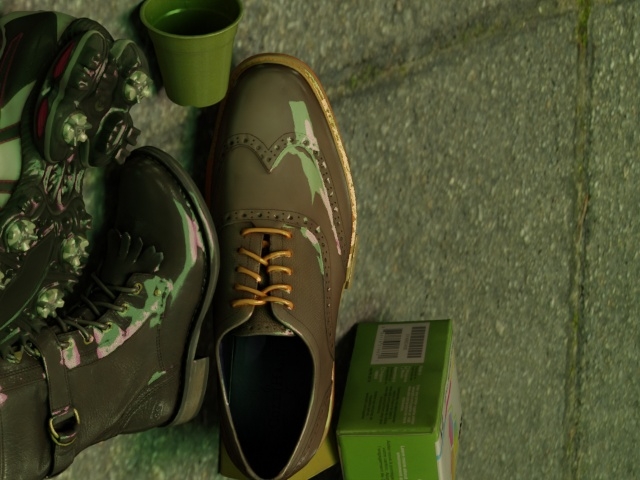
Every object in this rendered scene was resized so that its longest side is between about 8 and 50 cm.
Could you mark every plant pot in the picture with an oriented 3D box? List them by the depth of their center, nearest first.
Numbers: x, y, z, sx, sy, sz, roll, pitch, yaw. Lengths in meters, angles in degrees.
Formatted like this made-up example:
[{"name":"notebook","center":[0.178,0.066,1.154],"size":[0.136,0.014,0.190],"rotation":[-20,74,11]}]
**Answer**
[{"name":"plant pot","center":[-0.103,-0.153,1.426],"size":[0.083,0.083,0.079],"rotation":[-40,143,-40]},{"name":"plant pot","center":[-0.040,0.169,1.603],"size":[0.081,0.081,0.083],"rotation":[-21,112,-49]}]

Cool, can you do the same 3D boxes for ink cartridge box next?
[{"name":"ink cartridge box","center":[0.087,0.232,1.719],"size":[0.189,0.097,0.255],"rotation":[-75,159,-58]}]

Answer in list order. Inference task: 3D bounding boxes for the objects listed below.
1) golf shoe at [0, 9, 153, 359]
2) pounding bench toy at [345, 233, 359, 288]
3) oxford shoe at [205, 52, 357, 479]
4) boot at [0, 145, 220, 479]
[{"name":"golf shoe","center":[-0.223,-0.035,1.269],"size":[0.105,0.120,0.272],"rotation":[27,89,-59]},{"name":"pounding bench toy","center":[0.000,0.000,1.624],"size":[0.065,0.052,0.083],"rotation":[1,99,-54]},{"name":"oxford shoe","center":[-0.033,0.026,1.470],"size":[0.133,0.130,0.363],"rotation":[-74,161,-83]},{"name":"boot","center":[-0.188,0.071,1.363],"size":[0.229,0.091,0.263],"rotation":[-17,111,-46]}]
